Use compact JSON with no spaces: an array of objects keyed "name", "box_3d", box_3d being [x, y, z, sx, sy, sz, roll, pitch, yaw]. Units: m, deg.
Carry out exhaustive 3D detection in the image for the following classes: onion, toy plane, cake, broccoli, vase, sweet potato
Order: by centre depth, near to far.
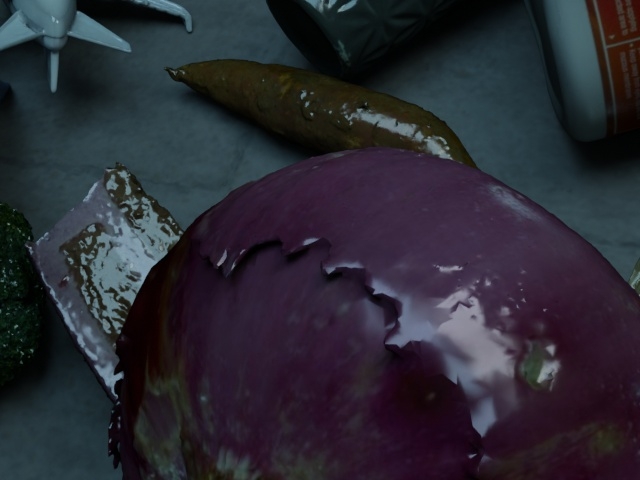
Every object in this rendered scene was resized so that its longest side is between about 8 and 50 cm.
[{"name":"onion","box_3d":[0.057,0.133,0.861,0.358,0.345,0.358,-13,71,42]},{"name":"cake","box_3d":[-0.089,0.094,1.074,0.116,0.113,0.295,-34,67,-6]},{"name":"broccoli","box_3d":[-0.286,0.031,1.118,0.156,0.195,0.195,-30,51,19]},{"name":"sweet potato","box_3d":[0.007,-0.095,1.171,0.314,0.072,0.066,23,58,26]},{"name":"vase","box_3d":[0.089,-0.266,1.206,0.301,0.156,0.251,-42,98,-11]},{"name":"toy plane","box_3d":[-0.240,-0.220,1.292,0.251,0.101,0.255,-3,34,-20]}]

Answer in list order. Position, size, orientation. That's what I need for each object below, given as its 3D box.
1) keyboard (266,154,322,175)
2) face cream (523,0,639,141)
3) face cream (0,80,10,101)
[{"name":"keyboard","box_3d":[0.000,0.000,1.146,0.053,0.010,0.155,-21,53,0]},{"name":"face cream","box_3d":[0.242,-0.186,1.087,0.187,0.201,0.201,-15,54,6]},{"name":"face cream","box_3d":[-0.287,-0.092,1.123,0.135,0.086,0.385,2,13,-15]}]
